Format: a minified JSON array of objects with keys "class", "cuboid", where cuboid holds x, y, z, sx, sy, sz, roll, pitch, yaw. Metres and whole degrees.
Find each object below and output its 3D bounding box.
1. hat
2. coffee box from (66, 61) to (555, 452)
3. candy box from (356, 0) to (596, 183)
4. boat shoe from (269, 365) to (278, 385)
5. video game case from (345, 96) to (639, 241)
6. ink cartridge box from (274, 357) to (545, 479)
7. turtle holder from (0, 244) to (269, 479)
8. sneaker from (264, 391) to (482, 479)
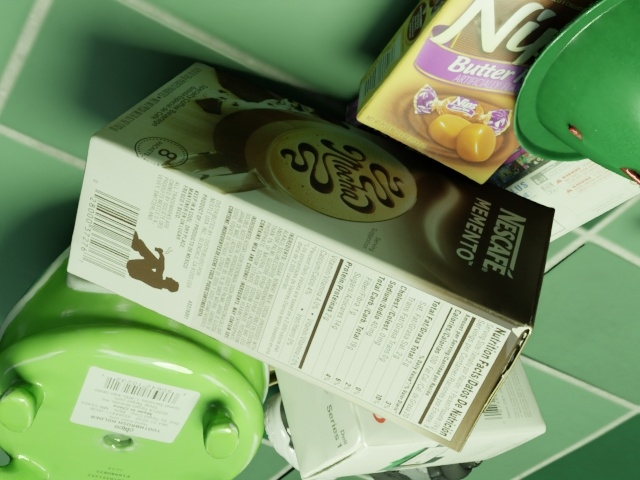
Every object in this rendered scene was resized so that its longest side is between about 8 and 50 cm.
[{"class":"hat","cuboid":[0.242,-0.039,0.538,0.209,0.183,0.173,9,137,-44]},{"class":"coffee box","cuboid":[0.000,0.000,0.633,0.297,0.168,0.118,23,123,6]},{"class":"candy box","cuboid":[0.118,-0.131,0.584,0.109,0.053,0.186,25,131,-18]},{"class":"boat shoe","cuboid":[-0.082,0.147,0.960,0.153,0.048,0.056,-26,129,28]},{"class":"video game case","cuboid":[0.173,-0.095,0.683,0.210,0.041,0.232,35,129,-29]},{"class":"ink cartridge box","cuboid":[0.072,0.112,0.775,0.219,0.160,0.092,6,147,-38]},{"class":"turtle holder","cuboid":[-0.160,0.129,0.815,0.244,0.227,0.320,-4,138,7]},{"class":"sneaker","cuboid":[0.076,0.205,0.979,0.269,0.101,0.153,28,132,-32]}]
